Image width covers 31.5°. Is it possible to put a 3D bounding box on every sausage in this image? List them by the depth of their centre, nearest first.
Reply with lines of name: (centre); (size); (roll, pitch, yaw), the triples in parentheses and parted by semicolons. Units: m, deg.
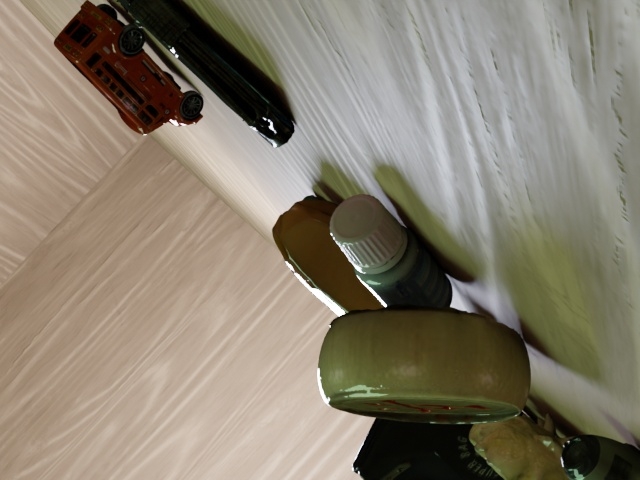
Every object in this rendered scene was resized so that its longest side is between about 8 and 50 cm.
sausage: (0.039, 0.038, 1.577); (0.241, 0.120, 0.136); (42, -170, 9)

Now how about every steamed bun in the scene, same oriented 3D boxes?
steamed bun: (0.361, 0.367, 1.755); (0.295, 0.137, 0.292); (48, 179, -16)

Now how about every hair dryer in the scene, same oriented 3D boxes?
hair dryer: (0.412, 0.309, 1.312); (0.225, 0.088, 0.219); (17, 165, 45)

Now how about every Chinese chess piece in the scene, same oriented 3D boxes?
Chinese chess piece: (0.121, 0.151, 1.332); (0.249, 0.103, 0.250); (4, 163, 1)

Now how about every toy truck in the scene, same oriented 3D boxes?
toy truck: (-0.293, -0.253, 1.764); (0.107, 0.114, 0.253); (37, 172, 41)

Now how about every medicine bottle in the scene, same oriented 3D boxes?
medicine bottle: (0.081, 0.025, 1.299); (0.083, 0.083, 0.203); (39, 175, 39)

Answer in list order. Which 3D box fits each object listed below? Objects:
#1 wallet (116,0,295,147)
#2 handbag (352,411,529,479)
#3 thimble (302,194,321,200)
wallet: (-0.159, -0.228, 1.274); (0.317, 0.044, 0.169); (44, 180, 9)
handbag: (0.226, 0.365, 1.964); (0.342, 0.288, 0.152); (44, 171, -20)
thimble: (0.000, 0.000, 1.736); (0.118, 0.090, 0.135); (41, 175, 31)
